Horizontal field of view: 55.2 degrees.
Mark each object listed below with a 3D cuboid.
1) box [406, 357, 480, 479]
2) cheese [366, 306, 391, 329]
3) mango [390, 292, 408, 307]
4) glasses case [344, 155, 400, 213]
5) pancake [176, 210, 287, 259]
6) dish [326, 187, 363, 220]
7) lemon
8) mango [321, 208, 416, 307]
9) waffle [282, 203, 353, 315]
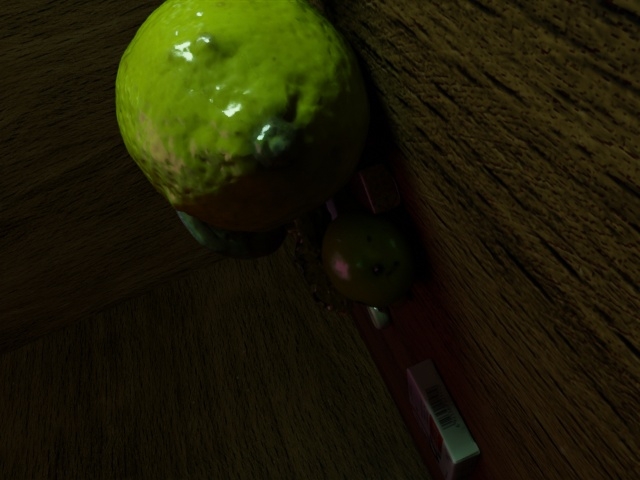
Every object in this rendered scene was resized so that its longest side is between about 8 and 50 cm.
[{"bbox_3d":[0.274,0.424,1.396,0.353,0.069,0.214,69,176,-60],"label":"box"},{"bbox_3d":[0.157,0.184,1.691,0.092,0.047,0.171,60,173,43],"label":"cheese"},{"bbox_3d":[0.146,0.102,1.252,0.079,0.057,0.114,59,179,8],"label":"mango"},{"bbox_3d":[0.076,-0.101,1.032,0.218,0.049,0.075,-128,16,-75],"label":"glasses case"},{"bbox_3d":[-0.151,-0.081,1.055,0.250,0.031,0.250,22,-121,-41],"label":"pancake"},{"bbox_3d":[0.060,-0.062,1.399,0.154,0.064,0.234,-119,8,-59],"label":"dish"},{"bbox_3d":[-0.100,-0.177,0.848,0.387,0.349,0.350,45,160,56],"label":"lemon"},{"bbox_3d":[0.084,0.029,1.055,0.175,0.143,0.293,56,-174,2],"label":"mango"},{"bbox_3d":[-0.003,0.001,1.165,0.307,0.060,0.312,-39,-72,-77],"label":"waffle"}]
